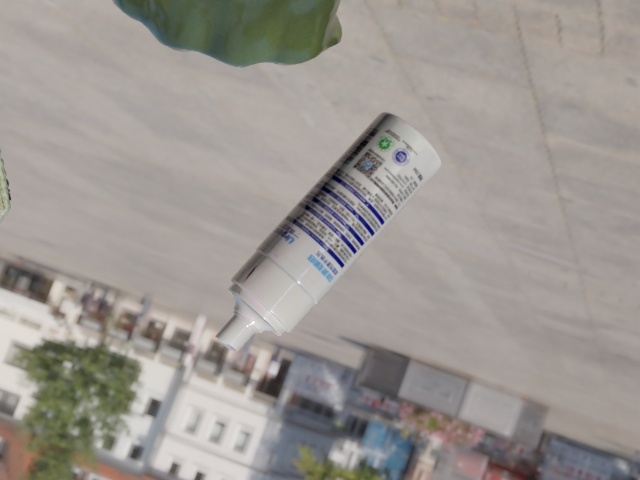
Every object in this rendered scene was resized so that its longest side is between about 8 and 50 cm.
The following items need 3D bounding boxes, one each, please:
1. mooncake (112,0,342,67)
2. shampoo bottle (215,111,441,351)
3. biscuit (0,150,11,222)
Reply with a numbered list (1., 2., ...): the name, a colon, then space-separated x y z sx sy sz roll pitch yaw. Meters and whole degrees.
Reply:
1. mooncake: -0.094 -0.355 1.319 0.351 0.351 0.187 21 145 -3
2. shampoo bottle: 0.000 0.000 1.286 0.092 0.303 0.092 40 172 7
3. biscuit: -0.452 -0.099 1.339 0.250 0.147 0.046 37 -174 8
